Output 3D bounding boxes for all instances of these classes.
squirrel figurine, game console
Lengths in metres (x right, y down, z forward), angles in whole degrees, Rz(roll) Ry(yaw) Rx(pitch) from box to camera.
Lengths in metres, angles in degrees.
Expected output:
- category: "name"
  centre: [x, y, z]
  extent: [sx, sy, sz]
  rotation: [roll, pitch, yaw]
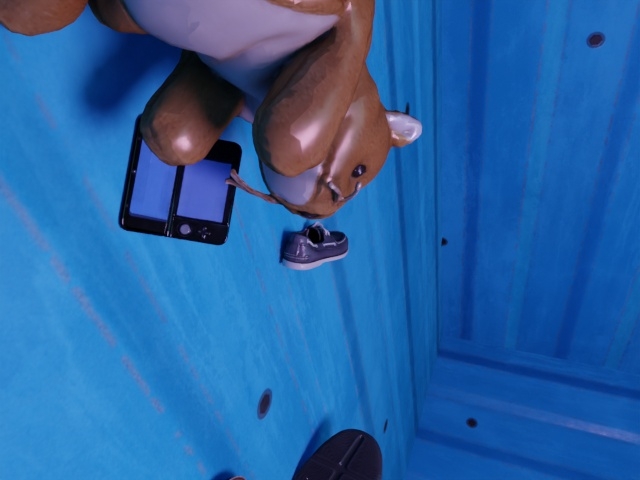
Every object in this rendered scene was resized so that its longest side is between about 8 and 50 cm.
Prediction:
- category: "squirrel figurine"
  centre: [-0.021, -0.223, 0.512]
  extent: [0.370, 0.281, 0.397]
  rotation: [46, 46, -52]
- category: "game console"
  centre: [-0.148, -0.061, 0.574]
  extent: [0.071, 0.107, 0.122]
  rotation: [176, -76, -83]

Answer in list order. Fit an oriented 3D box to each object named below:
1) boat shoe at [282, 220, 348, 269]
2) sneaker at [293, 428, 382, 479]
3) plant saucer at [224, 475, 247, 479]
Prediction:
- category: "boat shoe"
  centre: [0.000, 0.000, 0.960]
  extent: [0.206, 0.075, 0.065]
  rotation: [-23, 122, -60]
- category: "sneaker"
  centre: [-0.001, 0.643, 1.137]
  extent: [0.447, 0.169, 0.257]
  rotation: [-59, 159, -29]
- category: "plant saucer"
  centre: [-0.158, 0.437, 0.786]
  extent: [0.168, 0.029, 0.168]
  rotation: [9, 90, -68]
